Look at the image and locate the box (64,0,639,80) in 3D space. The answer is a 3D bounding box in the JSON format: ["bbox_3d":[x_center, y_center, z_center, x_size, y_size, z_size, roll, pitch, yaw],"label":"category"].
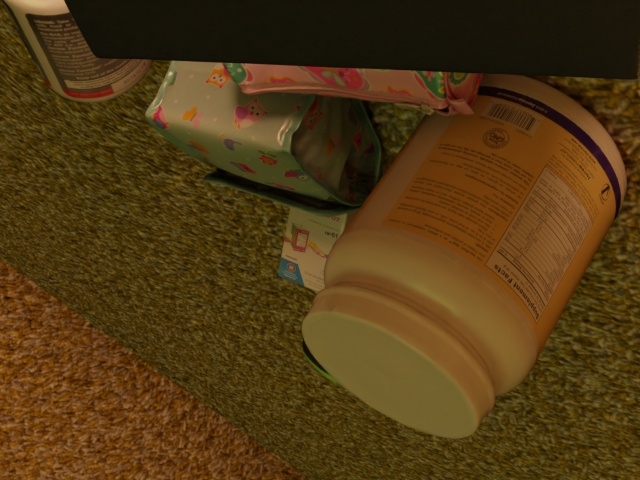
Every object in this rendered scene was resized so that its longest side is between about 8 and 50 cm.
[{"bbox_3d":[0.040,-0.300,0.560,0.293,0.396,0.212,6,146,16],"label":"box"}]

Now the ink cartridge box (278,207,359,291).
[{"bbox_3d":[0.000,0.000,1.422,0.088,0.052,0.123,20,111,26],"label":"ink cartridge box"}]

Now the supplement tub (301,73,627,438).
[{"bbox_3d":[0.152,0.014,1.126,0.241,0.331,0.241,28,154,15],"label":"supplement tub"}]

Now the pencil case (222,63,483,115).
[{"bbox_3d":[0.036,-0.197,1.105,0.284,0.124,0.124,11,146,27],"label":"pencil case"}]

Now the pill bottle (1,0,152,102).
[{"bbox_3d":[-0.306,-0.308,1.305,0.161,0.161,0.283,28,160,15],"label":"pill bottle"}]

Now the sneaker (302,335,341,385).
[{"bbox_3d":[0.104,0.083,1.547,0.202,0.185,0.482,57,149,-3],"label":"sneaker"}]

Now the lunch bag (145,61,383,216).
[{"bbox_3d":[-0.054,-0.132,1.341,0.223,0.160,0.262,17,166,27],"label":"lunch bag"}]
